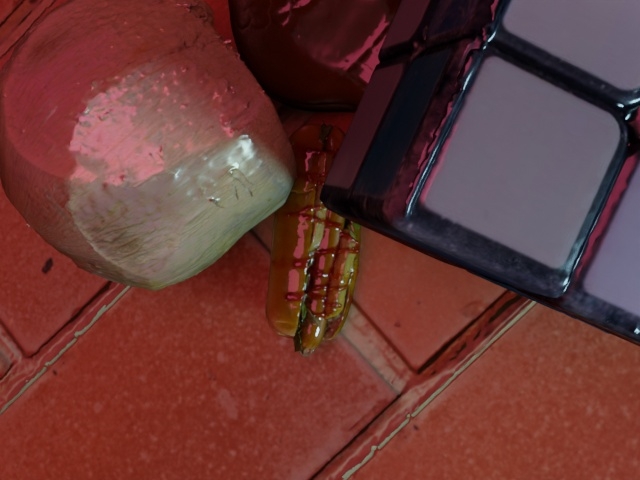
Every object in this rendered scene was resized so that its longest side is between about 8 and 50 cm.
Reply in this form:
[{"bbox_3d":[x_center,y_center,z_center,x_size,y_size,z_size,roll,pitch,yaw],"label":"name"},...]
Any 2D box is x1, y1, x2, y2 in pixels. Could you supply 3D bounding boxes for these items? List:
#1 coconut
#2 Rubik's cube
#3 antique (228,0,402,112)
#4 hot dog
[{"bbox_3d":[-0.184,-0.094,1.102,0.255,0.297,0.297,-30,77,-8],"label":"coconut"},{"bbox_3d":[0.217,-0.104,0.990,0.313,0.318,0.316,24,92,-11],"label":"Rubik's cube"},{"bbox_3d":[0.006,-0.250,1.207,0.278,0.129,0.223,38,95,16],"label":"antique"},{"bbox_3d":[0.000,0.000,1.199,0.076,0.104,0.250,-5,77,56],"label":"hot dog"}]
